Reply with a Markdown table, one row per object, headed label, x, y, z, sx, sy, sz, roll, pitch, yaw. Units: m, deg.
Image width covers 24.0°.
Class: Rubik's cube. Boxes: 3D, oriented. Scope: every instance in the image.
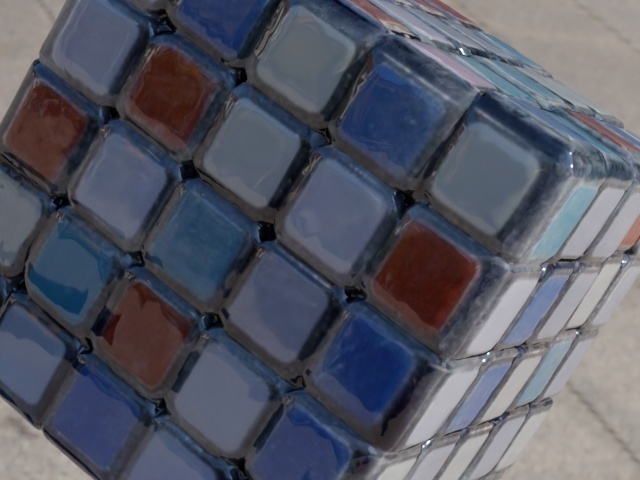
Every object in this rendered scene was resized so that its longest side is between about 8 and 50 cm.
| label | x | y | z | sx | sy | sz | roll | pitch | yaw |
| --- | --- | --- | --- | --- | --- | --- | --- | --- | --- |
| Rubik's cube | 0.000 | 0.000 | 0.867 | 0.287 | 0.293 | 0.292 | 37 | 18 | 20 |
